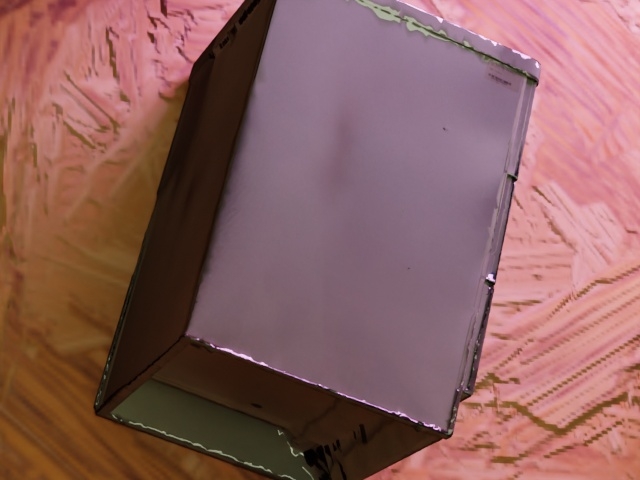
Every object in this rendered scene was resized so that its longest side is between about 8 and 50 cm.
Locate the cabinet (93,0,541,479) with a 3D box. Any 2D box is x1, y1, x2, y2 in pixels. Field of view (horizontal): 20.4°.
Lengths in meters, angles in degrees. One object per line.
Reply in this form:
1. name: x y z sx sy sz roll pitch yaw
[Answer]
1. cabinet: 0.000 0.000 0.886 0.150 0.145 0.206 22 64 -16
